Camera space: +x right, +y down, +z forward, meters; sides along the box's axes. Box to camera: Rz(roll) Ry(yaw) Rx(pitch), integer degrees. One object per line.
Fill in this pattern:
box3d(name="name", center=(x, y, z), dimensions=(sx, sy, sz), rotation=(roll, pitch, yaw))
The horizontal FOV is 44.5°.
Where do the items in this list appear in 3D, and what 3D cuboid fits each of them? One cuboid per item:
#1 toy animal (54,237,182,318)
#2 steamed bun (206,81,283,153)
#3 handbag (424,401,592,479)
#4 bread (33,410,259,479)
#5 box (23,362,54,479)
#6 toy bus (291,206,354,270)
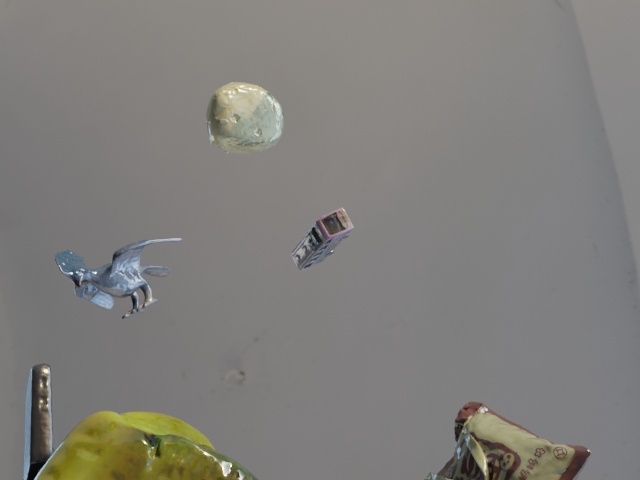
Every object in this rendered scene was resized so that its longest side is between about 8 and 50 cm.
box3d(name="toy animal", center=(-0.386, 0.062, 1.514), dimensions=(0.239, 0.255, 0.176), rotation=(-33, -88, 24))
box3d(name="steamed bun", center=(-0.127, -0.197, 1.262), dimensions=(0.091, 0.130, 0.112), rotation=(-7, -92, 60))
box3d(name="handbag", center=(0.252, 0.353, 1.109), dimensions=(0.212, 0.127, 0.235), rotation=(-63, -155, -6))
box3d(name="bread", center=(-0.184, 0.340, 0.668), dimensions=(0.251, 0.208, 0.376), rotation=(30, -112, 2))
box3d(name="box", center=(-0.332, 0.218, 0.922), dimensions=(0.126, 0.027, 0.125), rotation=(127, -40, -53))
box3d(name="toy bus", center=(0.000, 0.000, 1.065), dimensions=(0.037, 0.052, 0.130), rotation=(61, -27, 11))
